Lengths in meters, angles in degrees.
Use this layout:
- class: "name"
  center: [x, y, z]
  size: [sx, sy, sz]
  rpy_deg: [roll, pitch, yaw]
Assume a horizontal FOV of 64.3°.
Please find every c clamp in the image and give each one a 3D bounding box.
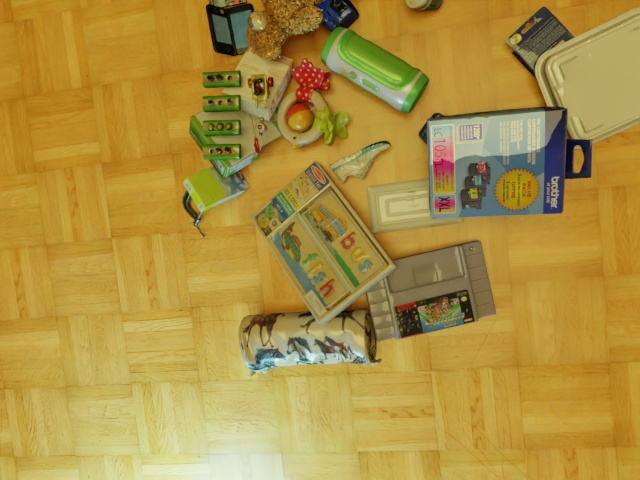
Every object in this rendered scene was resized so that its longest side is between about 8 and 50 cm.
- class: "c clamp"
  center: [-0.380, -0.111, 1.594]
  size: [0.137, 0.022, 0.160]
  rpy_deg: [44, 128, 19]

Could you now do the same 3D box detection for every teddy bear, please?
- class: "teddy bear"
  center: [-0.085, -0.659, 1.393]
  size: [0.338, 0.113, 0.245]
  rpy_deg: [-26, 85, 18]

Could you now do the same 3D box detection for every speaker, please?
- class: "speaker"
  center: [0.152, -0.482, 1.439]
  size: [0.297, 0.131, 0.131]
  rpy_deg: [33, 100, 6]

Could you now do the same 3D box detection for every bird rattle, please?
- class: "bird rattle"
  center: [-0.040, -0.382, 1.481]
  size: [0.207, 0.143, 0.253]
  rpy_deg: [-30, 87, 19]

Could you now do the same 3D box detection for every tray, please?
- class: "tray"
  center: [0.276, -0.105, 1.497]
  size: [0.271, 0.030, 0.145]
  rpy_deg: [-7, 93, 11]

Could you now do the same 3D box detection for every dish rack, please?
- class: "dish rack"
  center: [0.768, -0.423, 1.335]
  size: [0.333, 0.072, 0.285]
  rpy_deg: [-24, 99, 9]

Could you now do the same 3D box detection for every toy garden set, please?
- class: "toy garden set"
  center: [-0.234, -0.350, 1.410]
  size: [0.204, 0.049, 0.244]
  rpy_deg: [1, 94, 10]

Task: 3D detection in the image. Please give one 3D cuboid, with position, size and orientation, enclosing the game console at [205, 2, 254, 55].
- class: "game console"
  center: [-0.261, -0.638, 1.524]
  size: [0.085, 0.124, 0.143]
  rpy_deg: [-9, 93, 37]

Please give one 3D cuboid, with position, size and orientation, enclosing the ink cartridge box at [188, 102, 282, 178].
- class: "ink cartridge box"
  center: [-0.238, -0.336, 1.547]
  size: [0.255, 0.097, 0.188]
  rpy_deg: [-35, 87, -23]

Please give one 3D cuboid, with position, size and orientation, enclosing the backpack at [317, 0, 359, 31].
- class: "backpack"
  center: [0.034, -0.667, 1.459]
  size: [0.101, 0.098, 0.120]
  rpy_deg: [-41, 88, 15]

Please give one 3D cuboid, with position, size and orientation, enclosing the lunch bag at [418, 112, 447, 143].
- class: "lunch bag"
  center: [0.330, -0.318, 1.450]
  size: [0.067, 0.065, 0.098]
  rpy_deg: [37, 104, -13]

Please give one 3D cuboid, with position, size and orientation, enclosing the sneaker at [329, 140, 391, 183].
- class: "sneaker"
  center: [0.127, -0.229, 1.501]
  size: [0.191, 0.071, 0.082]
  rpy_deg: [-25, 96, 20]

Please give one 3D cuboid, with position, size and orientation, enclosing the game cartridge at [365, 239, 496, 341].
- class: "game cartridge"
  center: [0.310, 0.148, 1.464]
  size: [0.355, 0.068, 0.230]
  rpy_deg: [-13, 88, -1]

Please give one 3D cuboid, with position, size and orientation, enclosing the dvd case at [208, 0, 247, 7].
- class: "dvd case"
  center: [-0.287, -0.757, 1.552]
  size: [0.120, 0.013, 0.087]
  rpy_deg: [-7, 93, 10]

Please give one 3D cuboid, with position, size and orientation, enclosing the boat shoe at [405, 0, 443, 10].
- class: "boat shoe"
  center: [0.288, -0.797, 1.419]
  size: [0.099, 0.116, 0.319]
  rpy_deg: [-1, 87, -33]

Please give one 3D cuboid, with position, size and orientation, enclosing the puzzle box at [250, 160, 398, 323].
- class: "puzzle box"
  center: [0.000, 0.000, 1.475]
  size: [0.272, 0.052, 0.409]
  rpy_deg: [-40, 66, 10]

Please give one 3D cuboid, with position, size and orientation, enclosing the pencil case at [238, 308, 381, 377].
- class: "pencil case"
  center: [-0.030, 0.303, 1.522]
  size: [0.411, 0.160, 0.183]
  rpy_deg: [-5, 104, 11]

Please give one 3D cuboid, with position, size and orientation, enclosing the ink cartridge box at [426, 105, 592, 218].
- class: "ink cartridge box"
  center: [0.483, -0.205, 1.334]
  size: [0.396, 0.151, 0.269]
  rpy_deg: [-3, 105, 11]

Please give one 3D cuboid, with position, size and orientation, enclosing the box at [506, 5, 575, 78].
- class: "box"
  center: [0.631, -0.511, 1.393]
  size: [0.136, 0.036, 0.225]
  rpy_deg: [-42, 89, 11]

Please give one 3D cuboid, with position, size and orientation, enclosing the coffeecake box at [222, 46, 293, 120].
- class: "coffeecake box"
  center: [-0.179, -0.463, 1.491]
  size: [0.142, 0.068, 0.185]
  rpy_deg: [21, 70, 8]

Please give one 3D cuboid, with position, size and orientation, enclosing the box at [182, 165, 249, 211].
- class: "box"
  center: [-0.315, -0.169, 1.547]
  size: [0.042, 0.178, 0.109]
  rpy_deg: [-33, 89, 49]
